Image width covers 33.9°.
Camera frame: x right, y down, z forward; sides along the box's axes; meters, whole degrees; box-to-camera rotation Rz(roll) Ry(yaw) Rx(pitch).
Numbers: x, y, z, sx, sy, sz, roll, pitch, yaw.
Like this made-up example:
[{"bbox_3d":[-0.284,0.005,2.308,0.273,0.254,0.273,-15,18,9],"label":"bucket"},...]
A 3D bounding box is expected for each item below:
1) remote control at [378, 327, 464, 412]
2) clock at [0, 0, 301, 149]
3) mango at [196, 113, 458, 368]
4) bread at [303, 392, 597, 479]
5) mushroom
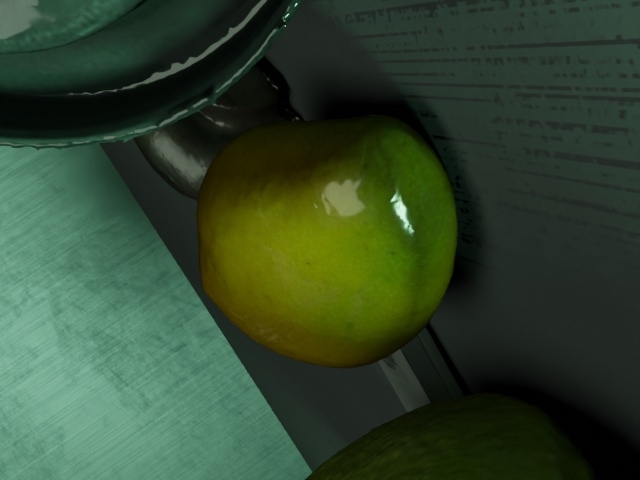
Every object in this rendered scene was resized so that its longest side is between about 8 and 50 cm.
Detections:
[{"bbox_3d":[0.084,0.117,0.867,0.250,0.034,0.103,59,168,-13],"label":"remote control"},{"bbox_3d":[-0.141,-0.176,0.386,0.066,0.319,0.319,-74,-34,-47],"label":"clock"},{"bbox_3d":[0.000,0.000,0.688,0.176,0.119,0.317,52,155,-1],"label":"mango"},{"bbox_3d":[0.088,0.299,0.686,0.308,0.348,0.348,47,171,-14],"label":"bread"},{"bbox_3d":[-0.088,-0.095,0.826,0.188,0.117,0.141,49,179,12],"label":"mushroom"}]
